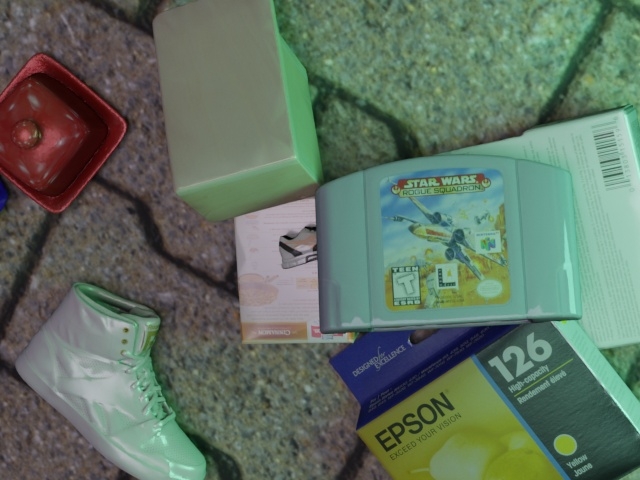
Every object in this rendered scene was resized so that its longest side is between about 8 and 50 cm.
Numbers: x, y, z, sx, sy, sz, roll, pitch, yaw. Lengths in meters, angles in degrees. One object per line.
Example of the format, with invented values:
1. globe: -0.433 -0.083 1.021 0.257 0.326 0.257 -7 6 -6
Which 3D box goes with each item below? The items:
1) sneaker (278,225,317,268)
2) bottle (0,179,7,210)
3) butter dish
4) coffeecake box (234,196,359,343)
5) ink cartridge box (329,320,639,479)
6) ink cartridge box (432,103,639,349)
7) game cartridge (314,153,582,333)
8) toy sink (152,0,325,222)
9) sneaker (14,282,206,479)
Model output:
1. sneaker: 0.000 0.000 1.648 0.109 0.040 0.043 -17 88 7
2. bottle: -0.542 -0.011 1.803 0.283 0.092 0.118 -37 85 15
3. butter dish: -0.352 -0.132 1.724 0.160 0.118 0.160 40 99 2
4. coffeecake box: -0.028 0.031 1.714 0.142 0.068 0.185 -1 99 10
5. ink cartridge box: 0.199 0.202 1.671 0.304 0.072 0.307 -38 93 28
6. ink cartridge box: 0.283 -0.002 1.651 0.239 0.060 0.275 -11 98 26
7. game cartridge: 0.142 0.002 1.583 0.297 0.062 0.198 -4 83 7
8. toy sink: -0.096 -0.160 1.648 0.153 0.131 0.234 -15 69 13
9. sneaker: -0.236 0.180 1.764 0.292 0.108 0.169 38 108 5
